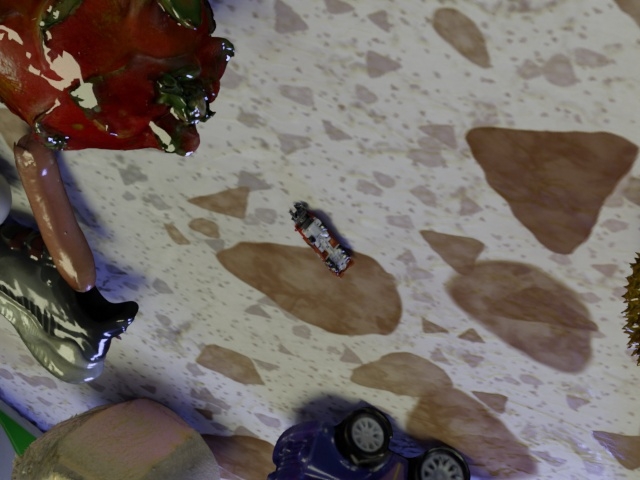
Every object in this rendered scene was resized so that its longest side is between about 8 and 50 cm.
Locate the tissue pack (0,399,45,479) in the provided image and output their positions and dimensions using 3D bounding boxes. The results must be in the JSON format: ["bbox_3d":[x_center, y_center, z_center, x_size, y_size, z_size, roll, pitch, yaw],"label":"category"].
[{"bbox_3d":[-0.530,0.308,2.006,0.205,0.332,0.405,-18,130,43],"label":"tissue pack"}]

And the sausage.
[{"bbox_3d":[-0.255,-0.027,1.561,0.043,0.043,0.186,8,134,25],"label":"sausage"}]

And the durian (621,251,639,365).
[{"bbox_3d":[0.314,0.071,1.258,0.158,0.137,0.168,27,147,38],"label":"durian"}]

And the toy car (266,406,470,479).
[{"bbox_3d":[0.048,0.296,1.753,0.235,0.158,0.172,29,148,-8],"label":"toy car"}]

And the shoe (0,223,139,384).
[{"bbox_3d":[-0.281,0.038,1.662,0.112,0.099,0.227,-36,99,20],"label":"shoe"}]

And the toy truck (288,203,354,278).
[{"bbox_3d":[0.000,0.000,1.465,0.032,0.024,0.083,35,168,48],"label":"toy truck"}]

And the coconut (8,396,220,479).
[{"bbox_3d":[-0.239,0.298,1.891,0.233,0.245,0.233,8,109,23],"label":"coconut"}]

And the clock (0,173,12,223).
[{"bbox_3d":[-0.390,-0.074,1.570,0.165,0.093,0.162,8,155,24],"label":"clock"}]

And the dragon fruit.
[{"bbox_3d":[-0.179,-0.183,1.177,0.200,0.198,0.269,14,135,37],"label":"dragon fruit"}]
